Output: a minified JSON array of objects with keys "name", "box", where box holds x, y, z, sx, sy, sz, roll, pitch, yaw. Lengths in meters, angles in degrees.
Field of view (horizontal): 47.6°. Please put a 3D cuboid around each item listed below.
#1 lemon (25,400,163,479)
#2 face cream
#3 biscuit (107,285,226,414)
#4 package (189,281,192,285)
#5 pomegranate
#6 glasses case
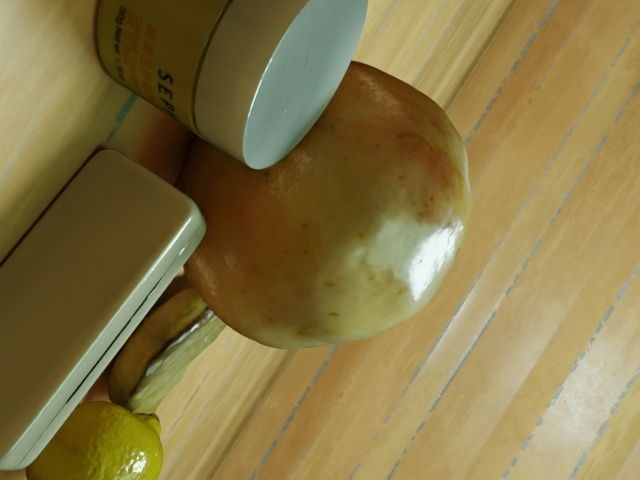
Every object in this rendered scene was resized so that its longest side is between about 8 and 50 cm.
[{"name":"lemon","box":[-0.337,0.333,1.095,0.244,0.187,0.187,-21,143,-56]},{"name":"face cream","box":[-0.084,-0.209,0.730,0.218,0.179,0.218,-54,168,-17]},{"name":"biscuit","box":[-0.259,0.177,1.238,0.274,0.091,0.213,-47,164,-11]},{"name":"package","box":[-0.193,0.018,1.259,0.108,0.031,0.121,-52,166,-25]},{"name":"pomegranate","box":[0.009,-0.048,0.997,0.411,0.411,0.411,-54,168,-17]},{"name":"glasses case","box":[-0.274,0.069,0.779,0.336,0.144,0.076,-54,167,-13]}]
